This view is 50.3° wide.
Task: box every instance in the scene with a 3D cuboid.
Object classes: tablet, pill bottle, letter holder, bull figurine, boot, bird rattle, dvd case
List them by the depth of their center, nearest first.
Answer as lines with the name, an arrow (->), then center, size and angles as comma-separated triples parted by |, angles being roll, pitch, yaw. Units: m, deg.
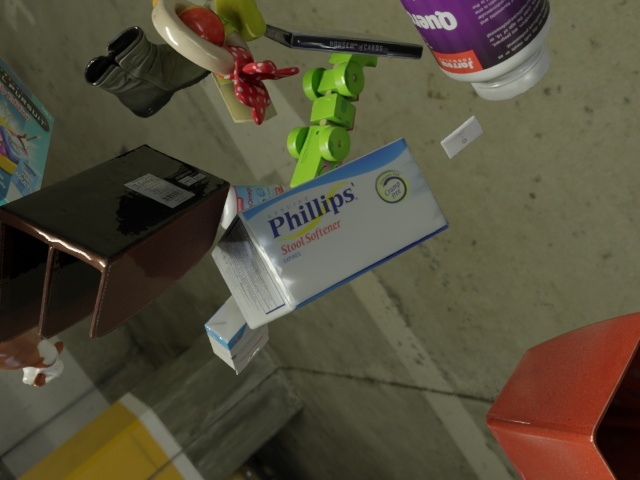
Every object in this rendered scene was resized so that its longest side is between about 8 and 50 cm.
letter holder -> -0.275, 0.028, 0.922 | 0.152, 0.302, 0.215 | 24, 117, 10
pill bottle -> 0.213, -0.356, 0.973 | 0.181, 0.182, 0.323 | 21, 160, 50
bird rattle -> -0.164, -0.296, 1.054 | 0.143, 0.206, 0.254 | -46, 44, 34
bull figurine -> -0.535, 0.163, 1.120 | 0.188, 0.101, 0.310 | 13, 155, -5
boot -> -0.280, -0.326, 1.193 | 0.083, 0.246, 0.161 | 50, -177, 20
dvd case -> 0.034, -0.352, 1.200 | 0.179, 0.238, 0.030 | -133, 47, -60
pill bottle -> -0.144, -0.064, 1.311 | 0.087, 0.160, 0.087 | 177, 90, -70
tablet -> 0.278, -0.201, 1.335 | 0.054, 0.083, 0.006 | 46, -173, -45

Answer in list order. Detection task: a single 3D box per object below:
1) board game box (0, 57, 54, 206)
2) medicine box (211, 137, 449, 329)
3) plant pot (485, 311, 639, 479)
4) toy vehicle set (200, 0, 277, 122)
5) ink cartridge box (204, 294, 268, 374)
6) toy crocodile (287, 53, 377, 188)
board game box -> -0.609, -0.205, 1.228 | 0.336, 0.079, 0.254 | -103, -13, -45
medicine box -> 0.000, 0.000, 1.024 | 0.149, 0.263, 0.289 | 62, 160, 3
plant pot -> 0.433, 0.296, 1.096 | 0.235, 0.267, 0.267 | -10, 119, 52
toy vehicle set -> -0.197, -0.384, 1.479 | 0.166, 0.035, 0.267 | 15, 135, 58
ink cartridge box -> -0.157, 0.177, 1.308 | 0.060, 0.104, 0.180 | 34, 155, 17
toy crocodile -> 0.023, -0.236, 1.320 | 0.115, 0.341, 0.105 | 2, 162, 43
